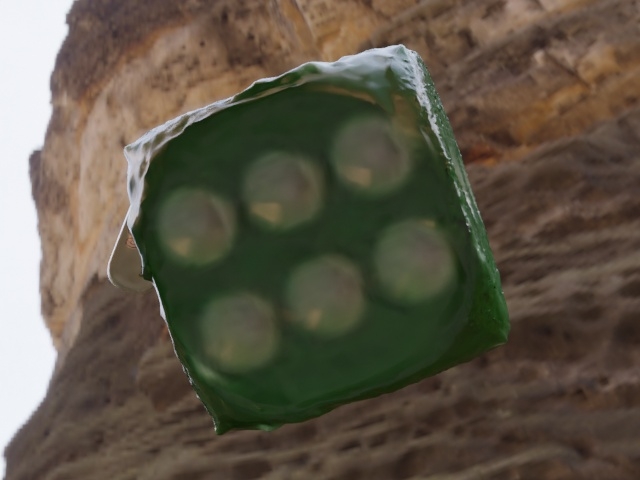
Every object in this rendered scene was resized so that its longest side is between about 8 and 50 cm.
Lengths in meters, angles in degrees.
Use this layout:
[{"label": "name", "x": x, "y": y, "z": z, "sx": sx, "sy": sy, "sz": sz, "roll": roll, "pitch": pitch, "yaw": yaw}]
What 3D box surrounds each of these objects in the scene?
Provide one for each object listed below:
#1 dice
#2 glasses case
[{"label": "dice", "x": 0.000, "y": 0.000, "z": 0.568, "sx": 0.128, "sy": 0.120, "sz": 0.131, "roll": -18, "pitch": -88, "yaw": 8}, {"label": "glasses case", "x": -0.105, "y": -0.006, "z": 0.862, "sx": 0.032, "sy": 0.083, "sz": 0.021, "roll": 23, "pitch": -26, "yaw": -11}]
